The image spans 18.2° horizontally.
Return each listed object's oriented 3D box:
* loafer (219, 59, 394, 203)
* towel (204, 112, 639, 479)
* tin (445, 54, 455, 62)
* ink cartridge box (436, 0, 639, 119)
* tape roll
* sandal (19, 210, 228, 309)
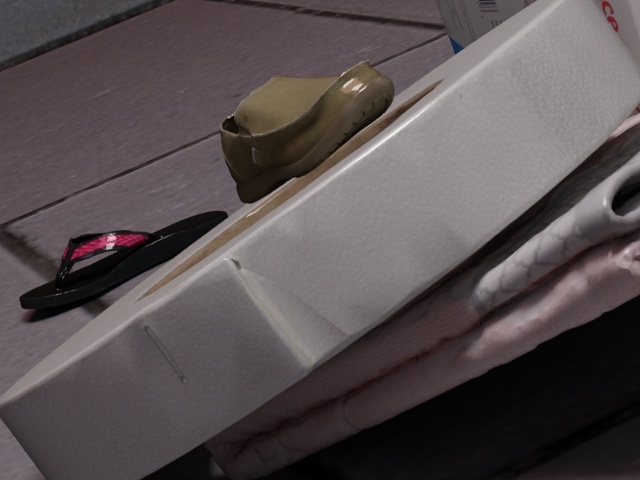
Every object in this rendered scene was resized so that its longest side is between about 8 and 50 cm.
[{"bbox_3d":[-0.015,-0.060,1.020,0.056,0.050,0.148,-40,4,-33],"label":"loafer"},{"bbox_3d":[0.127,-0.010,1.055,0.317,0.053,0.332,-31,3,46],"label":"towel"},{"bbox_3d":[0.155,-0.136,1.640,0.106,0.040,0.189,-14,16,7],"label":"tin"},{"bbox_3d":[0.209,-0.167,1.333,0.168,0.171,0.233,-27,17,-22],"label":"ink cartridge box"},{"bbox_3d":[0.000,0.000,1.074,0.392,0.072,0.392,-36,5,3],"label":"tape roll"},{"bbox_3d":[-0.155,0.005,1.534,0.179,0.040,0.067,-26,17,-22],"label":"sandal"}]
